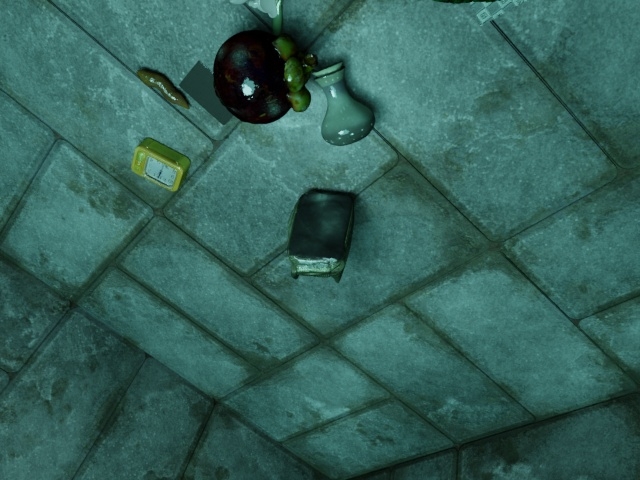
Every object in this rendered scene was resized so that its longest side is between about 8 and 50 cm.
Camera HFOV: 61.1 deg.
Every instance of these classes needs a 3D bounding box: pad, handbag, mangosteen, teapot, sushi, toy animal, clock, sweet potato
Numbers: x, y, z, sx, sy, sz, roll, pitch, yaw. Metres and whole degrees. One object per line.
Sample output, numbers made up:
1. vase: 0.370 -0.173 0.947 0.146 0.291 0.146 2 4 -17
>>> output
1. pad: -0.387 -0.521 1.929 0.211 0.003 0.143 42 129 -18
2. handbag: 0.000 0.000 2.045 0.248 0.340 0.240 6 149 7
3. mangosteen: -0.184 -0.509 1.685 0.311 0.311 0.311 9 131 11
4. teapot: 0.064 -0.441 1.753 0.184 0.183 0.250 -12 112 26
5. sushi: 0.499 -0.690 1.482 0.201 0.031 0.139 -23 119 32
6. toy animal: -0.195 -0.752 1.608 0.127 0.181 0.131 -19 137 -20
7. clock: -0.630 -0.297 2.137 0.202 0.096 0.143 26 129 -6
8. sweet potato: -0.555 -0.544 1.932 0.218 0.051 0.065 34 127 -13

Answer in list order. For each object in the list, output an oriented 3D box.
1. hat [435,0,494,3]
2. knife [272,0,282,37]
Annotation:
1. hat: 0.399 -0.774 1.351 0.274 0.242 0.332 -2 106 -2
2. knife: -0.123 -0.741 1.648 0.043 0.019 0.293 14 131 9
